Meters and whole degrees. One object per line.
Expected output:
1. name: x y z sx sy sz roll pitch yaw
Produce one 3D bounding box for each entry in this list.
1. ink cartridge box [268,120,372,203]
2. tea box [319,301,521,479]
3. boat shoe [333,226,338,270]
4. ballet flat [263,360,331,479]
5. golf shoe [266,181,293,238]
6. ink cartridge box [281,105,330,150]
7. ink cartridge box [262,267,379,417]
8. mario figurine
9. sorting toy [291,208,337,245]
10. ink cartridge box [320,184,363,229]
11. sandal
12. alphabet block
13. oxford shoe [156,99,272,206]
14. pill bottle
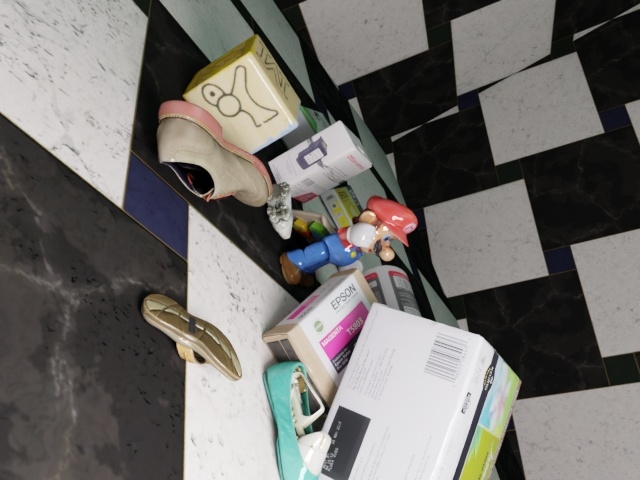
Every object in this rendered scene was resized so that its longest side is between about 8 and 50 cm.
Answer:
1. ink cartridge box: 0.003 -0.215 1.625 0.172 0.237 0.100 22 43 -67
2. tea box: 0.187 0.338 1.063 0.323 0.220 0.329 41 68 -52
3. boat shoe: 0.073 0.048 1.738 0.072 0.068 0.190 48 18 -74
4. ballet flat: -0.031 0.308 0.947 0.083 0.087 0.247 41 27 -52
5. golf shoe: -0.099 -0.075 1.435 0.176 0.069 0.086 -92 170 -50
6. ink cartridge box: -0.021 -0.325 1.926 0.201 0.117 0.278 58 16 1
7. ink cartridge box: 0.031 0.196 1.130 0.235 0.088 0.193 -39 103 -40
8. mario figurine: 0.076 0.029 1.305 0.170 0.320 0.198 56 18 -18
9. sorting toy: 0.000 0.000 1.492 0.193 0.038 0.208 53 -18 -28
10. ink cartridge box: 0.088 -0.118 2.043 0.307 0.072 0.303 64 16 -1
11. sandal: -0.186 0.144 0.823 0.180 0.049 0.072 39 18 -21
12. alphabet block: -0.177 -0.333 1.357 0.197 0.192 0.193 55 16 -27
13. oxford shoe: -0.207 -0.127 1.127 0.348 0.123 0.130 39 54 -56
14. pill bottle: 0.196 0.239 1.596 0.176 0.176 0.318 46 22 -43
